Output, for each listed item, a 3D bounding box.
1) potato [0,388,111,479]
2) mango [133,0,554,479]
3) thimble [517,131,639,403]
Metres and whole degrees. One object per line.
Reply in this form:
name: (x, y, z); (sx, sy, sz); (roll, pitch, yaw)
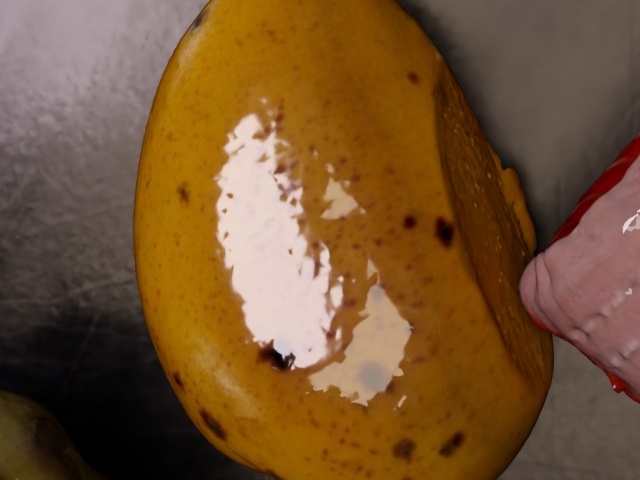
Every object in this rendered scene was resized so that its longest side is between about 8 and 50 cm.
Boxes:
potato: (-0.181, 0.240, 0.837); (0.202, 0.218, 0.351); (-1, 105, -12)
mango: (0.000, 0.000, 0.809); (0.191, 0.160, 0.290); (-13, 91, 20)
thimble: (0.187, -0.002, 0.761); (0.125, 0.189, 0.163); (41, 136, 3)
